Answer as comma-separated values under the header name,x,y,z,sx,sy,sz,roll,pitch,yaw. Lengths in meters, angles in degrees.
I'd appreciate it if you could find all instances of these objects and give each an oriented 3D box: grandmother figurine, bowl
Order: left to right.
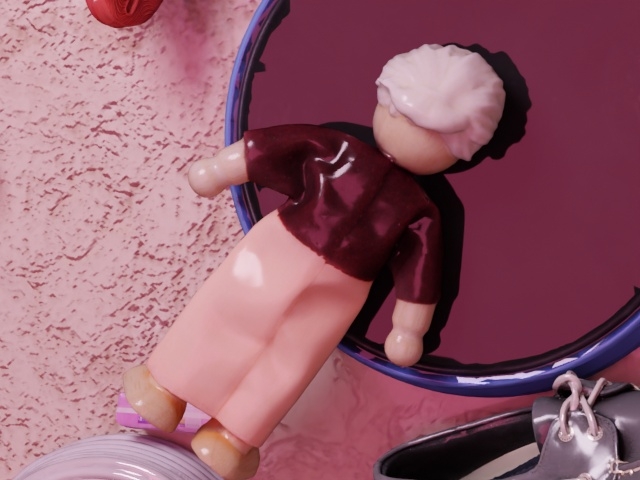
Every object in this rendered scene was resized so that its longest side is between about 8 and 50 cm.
name,x,y,z,sx,sy,sz,roll,pitch,yaw
grandmother figurine,0.000,0.000,1.345,0.208,0.104,0.342,37,101,-18
bowl,0.112,-0.076,1.393,0.391,0.077,0.391,1,95,16

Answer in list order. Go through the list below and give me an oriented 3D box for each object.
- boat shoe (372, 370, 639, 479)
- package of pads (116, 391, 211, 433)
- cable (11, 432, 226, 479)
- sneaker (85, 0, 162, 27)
name,x,y,z,sx,sy,sz,roll,pitch,yaw
boat shoe,0.175,0.149,1.340,0.319,0.116,0.099,-25,108,32
package of pads,-0.112,0.133,1.484,0.083,0.050,0.032,2,89,16
cable,-0.163,0.283,1.489,0.257,0.089,0.257,-18,89,17
sneaker,-0.179,-0.250,1.448,0.128,0.087,0.221,-15,63,37
